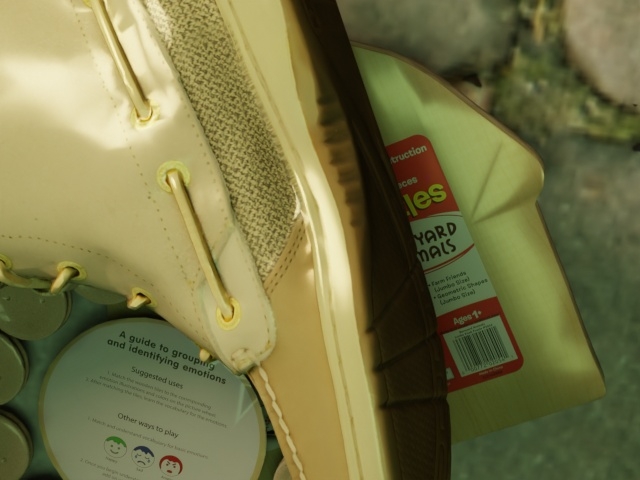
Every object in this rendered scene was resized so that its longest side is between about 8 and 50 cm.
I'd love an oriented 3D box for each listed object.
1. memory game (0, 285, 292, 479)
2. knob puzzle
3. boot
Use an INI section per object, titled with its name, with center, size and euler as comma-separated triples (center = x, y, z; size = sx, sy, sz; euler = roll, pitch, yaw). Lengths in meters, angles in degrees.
[memory game]
center = -0.071, 0.077, 0.569
size = 0.186, 0.012, 0.186
euler = 4, 110, 11
[knob puzzle]
center = 0.000, 0.000, 0.550
size = 0.213, 0.030, 0.213
euler = 4, 111, 10
[boot]
center = -0.074, 0.011, 0.486
size = 0.203, 0.095, 0.262
euler = -17, 90, 15
